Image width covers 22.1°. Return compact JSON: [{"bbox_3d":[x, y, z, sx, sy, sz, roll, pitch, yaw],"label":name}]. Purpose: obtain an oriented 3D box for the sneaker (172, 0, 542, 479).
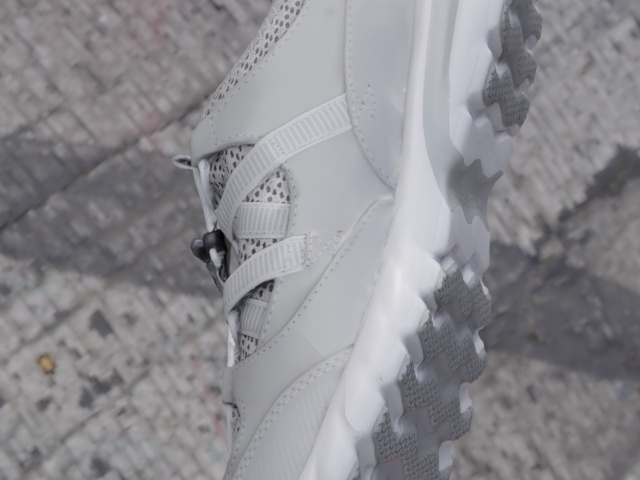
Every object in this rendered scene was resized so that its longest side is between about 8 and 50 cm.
[{"bbox_3d":[0.000,0.000,0.577,0.105,0.115,0.281,56,46,-63],"label":"sneaker"}]
